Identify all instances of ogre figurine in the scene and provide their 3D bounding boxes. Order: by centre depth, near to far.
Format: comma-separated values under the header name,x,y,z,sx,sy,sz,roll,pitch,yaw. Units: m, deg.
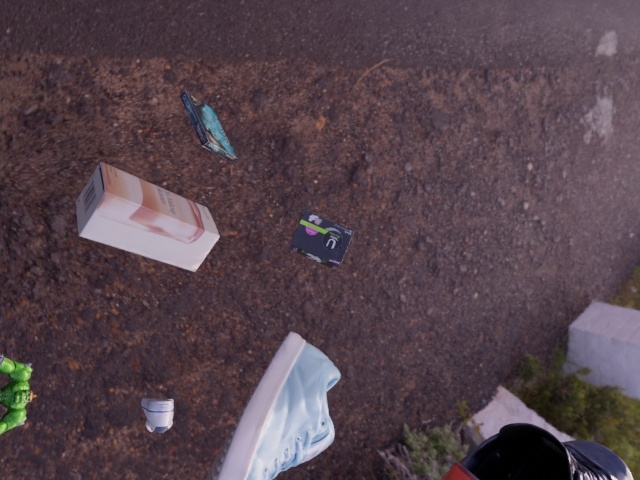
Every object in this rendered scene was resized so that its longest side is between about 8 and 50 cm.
name,x,y,z,sx,sy,sz,roll,pitch,yaw
ogre figurine,-0.715,0.346,1.013,0.118,0.096,0.197,15,55,-56

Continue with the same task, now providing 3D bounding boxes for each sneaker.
name,x,y,z,sx,sy,sz,roll,pitch,yaw
sneaker,0.261,0.268,0.507,0.350,0.131,0.148,-2,106,-37
sneaker,-0.051,0.288,0.678,0.150,0.135,0.366,29,36,2
sneaker,-0.480,0.510,1.326,0.094,0.258,0.091,8,71,-17

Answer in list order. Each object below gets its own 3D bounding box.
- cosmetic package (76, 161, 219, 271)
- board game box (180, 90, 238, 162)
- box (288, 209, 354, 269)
name,x,y,z,sx,sy,sz,roll,pitch,yaw
cosmetic package,-0.416,-0.051,1.108,0.296,0.153,0.129,25,110,-43
board game box,-0.299,-0.305,1.221,0.026,0.186,0.126,-35,157,16
box,0.000,0.000,0.710,0.083,0.052,0.062,23,77,-3
